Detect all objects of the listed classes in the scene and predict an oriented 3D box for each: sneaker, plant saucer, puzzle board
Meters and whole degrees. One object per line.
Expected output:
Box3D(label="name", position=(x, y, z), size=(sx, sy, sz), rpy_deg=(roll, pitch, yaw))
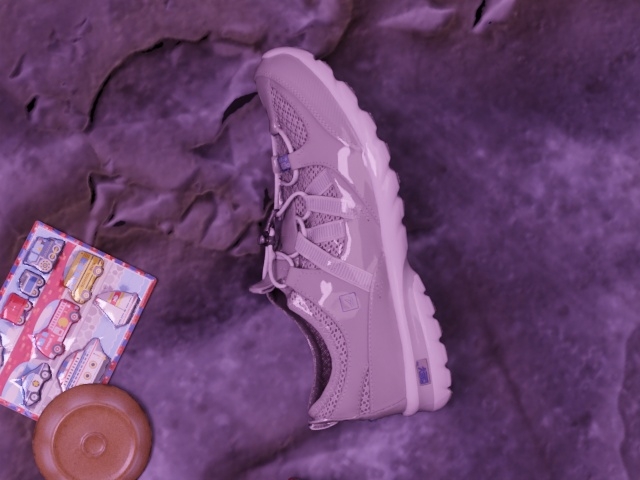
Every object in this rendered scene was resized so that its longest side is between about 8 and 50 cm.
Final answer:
Box3D(label="sneaker", position=(0.000, 0.000, 1.076), size=(0.115, 0.105, 0.281), rpy_deg=(-18, 87, -12))
Box3D(label="plant saucer", position=(-0.159, 0.142, 1.070), size=(0.083, 0.015, 0.083), rpy_deg=(0, 92, -12))
Box3D(label="puzzle board", position=(-0.186, 0.063, 1.084), size=(0.096, 0.011, 0.128), rpy_deg=(26, 80, -5))

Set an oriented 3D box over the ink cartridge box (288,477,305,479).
Box3D(label="ink cartridge box", position=(0.013, 0.252, 1.067), size=(0.109, 0.063, 0.150), rpy_deg=(16, 81, -8))
